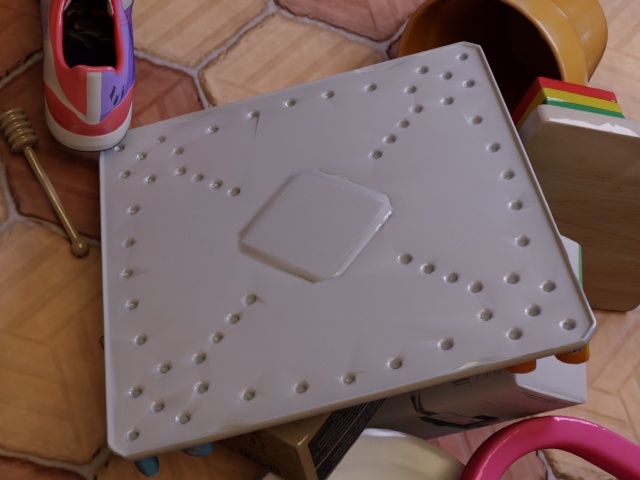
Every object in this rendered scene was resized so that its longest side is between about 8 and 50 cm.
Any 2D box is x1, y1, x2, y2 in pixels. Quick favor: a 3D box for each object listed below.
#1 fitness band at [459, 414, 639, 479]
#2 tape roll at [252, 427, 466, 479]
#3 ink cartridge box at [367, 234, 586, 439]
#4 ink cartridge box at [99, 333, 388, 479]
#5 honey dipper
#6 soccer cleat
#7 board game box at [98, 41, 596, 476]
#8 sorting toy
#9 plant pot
[{"bbox_3d":[0.252,0.282,1.059,0.291,0.054,0.209,31,70,-7],"label":"fitness band"},{"bbox_3d":[0.040,0.319,1.071,0.286,0.100,0.286,7,67,-16],"label":"tape roll"},{"bbox_3d":[0.139,0.092,1.125,0.093,0.219,0.160,18,64,-32],"label":"ink cartridge box"},{"bbox_3d":[-0.049,0.092,1.077,0.235,0.088,0.193,23,56,30],"label":"ink cartridge box"},{"bbox_3d":[-0.268,-0.056,1.153,0.030,0.030,0.160,-26,81,-26],"label":"honey dipper"},{"bbox_3d":[-0.233,-0.244,1.178,0.109,0.116,0.318,0,58,-16],"label":"soccer cleat"},{"bbox_3d":[0.000,0.000,1.049,0.390,0.050,0.390,-15,46,3],"label":"board game box"},{"bbox_3d":[0.269,-0.047,1.216,0.257,0.255,0.089,7,48,-21],"label":"sorting toy"},{"bbox_3d":[0.221,-0.205,1.302,0.205,0.205,0.188,50,47,5],"label":"plant pot"}]
